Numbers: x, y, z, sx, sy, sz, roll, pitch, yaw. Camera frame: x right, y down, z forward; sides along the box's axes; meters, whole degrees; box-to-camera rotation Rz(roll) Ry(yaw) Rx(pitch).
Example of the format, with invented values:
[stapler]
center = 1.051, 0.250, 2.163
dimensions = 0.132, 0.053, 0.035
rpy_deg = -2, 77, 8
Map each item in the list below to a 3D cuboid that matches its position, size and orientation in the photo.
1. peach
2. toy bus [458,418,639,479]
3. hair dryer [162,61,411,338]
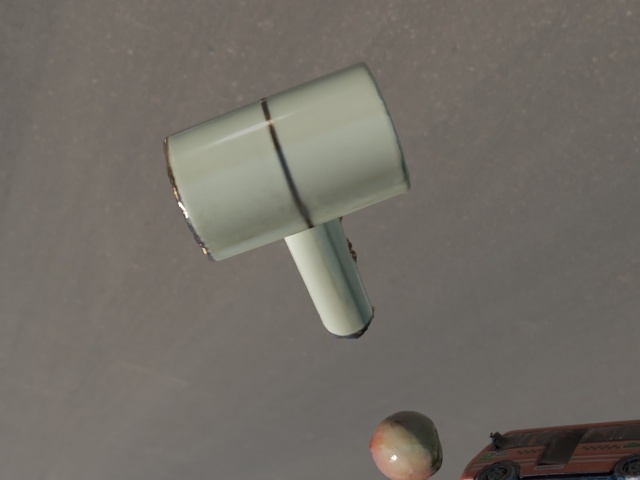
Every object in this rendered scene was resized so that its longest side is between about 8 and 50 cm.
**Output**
[peach]
center = 0.095, 0.228, 0.981
dimensions = 0.083, 0.083, 0.083
rpy_deg = 10, 152, 5
[toy bus]
center = 0.462, 0.420, 1.489
dimensions = 0.427, 0.233, 0.203
rpy_deg = -14, 103, 36
[hair dryer]
center = 0.000, 0.000, 0.901
dimensions = 0.203, 0.128, 0.362
rpy_deg = -21, 140, 2
